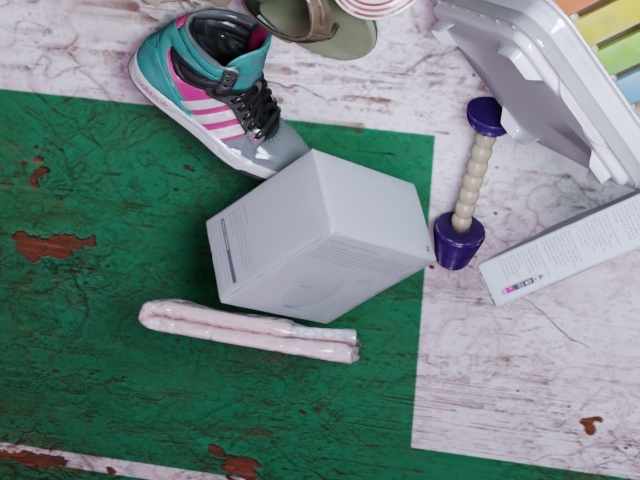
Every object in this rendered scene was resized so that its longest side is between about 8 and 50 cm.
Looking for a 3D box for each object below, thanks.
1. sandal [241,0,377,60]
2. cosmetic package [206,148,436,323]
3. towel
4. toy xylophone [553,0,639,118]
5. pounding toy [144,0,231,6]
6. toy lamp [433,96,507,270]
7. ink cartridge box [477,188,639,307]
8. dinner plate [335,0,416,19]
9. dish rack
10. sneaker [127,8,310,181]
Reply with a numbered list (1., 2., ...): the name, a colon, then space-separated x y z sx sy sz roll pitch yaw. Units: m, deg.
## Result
1. sandal: -0.045 -0.298 1.515 0.120 0.086 0.303 -21 147 34
2. cosmetic package: 0.000 0.000 1.713 0.225 0.138 0.224 -31 150 34
3. towel: -0.096 0.136 1.840 0.317 0.053 0.332 9 175 3
4. toy xylophone: 0.372 -0.297 1.458 0.236 0.081 0.323 -32 117 33
5. pounding toy: -0.206 -0.352 1.542 0.206 0.094 0.181 28 131 -11
6. toy lamp: 0.213 -0.070 1.699 0.080 0.080 0.274 13 133 2
7. ink cartridge box: 0.404 -0.030 1.537 0.330 0.324 0.071 -25 87 31
8. dinner plate: 0.074 -0.344 1.504 0.141 0.017 0.141 -9 122 -15
9. dish rack: 0.251 -0.186 1.426 0.072 0.333 0.285 -41 114 -1
10. sneaker: -0.099 -0.208 1.632 0.296 0.123 0.178 34 139 -15
